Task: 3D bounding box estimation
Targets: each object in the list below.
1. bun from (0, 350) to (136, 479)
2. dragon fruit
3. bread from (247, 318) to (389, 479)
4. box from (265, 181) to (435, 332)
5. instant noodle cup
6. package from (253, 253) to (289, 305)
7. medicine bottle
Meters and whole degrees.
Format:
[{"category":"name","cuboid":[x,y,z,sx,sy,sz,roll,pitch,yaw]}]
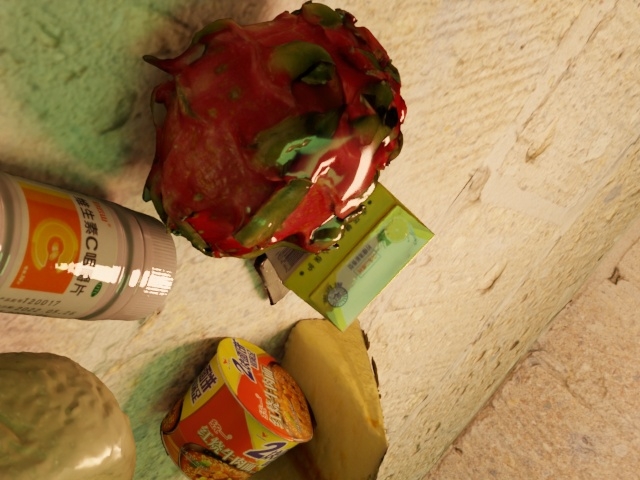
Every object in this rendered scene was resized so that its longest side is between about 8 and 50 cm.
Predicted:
[{"category":"bun","cuboid":[-0.385,0.255,0.795,0.352,0.227,0.349,-43,151,0]},{"category":"dragon fruit","cuboid":[-0.052,-0.104,0.782,0.302,0.231,0.237,-49,157,13]},{"category":"bread","cuboid":[0.038,0.377,1.311,0.242,0.405,0.345,14,109,-46]},{"category":"box","cuboid":[0.020,-0.007,0.972,0.097,0.265,0.168,43,90,-18]},{"category":"instant noodle cup","cuboid":[-0.140,0.289,1.202,0.174,0.213,0.213,-45,152,14]},{"category":"package","cuboid":[0.000,0.000,1.184,0.239,0.030,0.154,-38,149,-15]},{"category":"medicine bottle","cuboid":[-0.270,0.011,0.739,0.133,0.133,0.250,-52,150,10]}]
